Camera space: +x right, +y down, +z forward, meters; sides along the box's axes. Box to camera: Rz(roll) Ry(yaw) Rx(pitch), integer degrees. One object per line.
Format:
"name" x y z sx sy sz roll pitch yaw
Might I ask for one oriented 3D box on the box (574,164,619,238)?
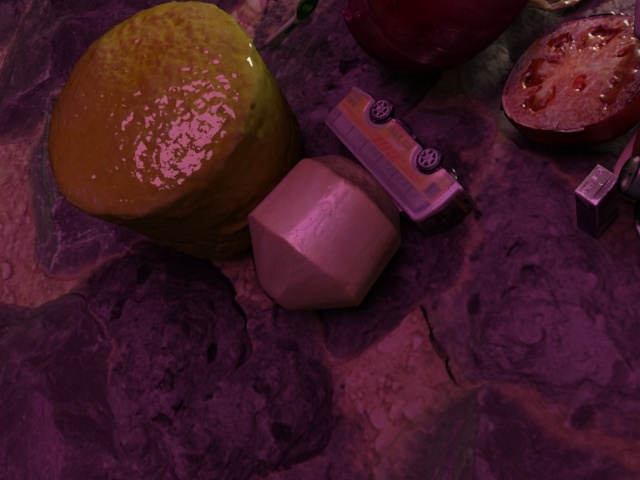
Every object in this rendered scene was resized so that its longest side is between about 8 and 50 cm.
"box" 0.361 -0.048 0.957 0.036 0.117 0.050 40 88 29

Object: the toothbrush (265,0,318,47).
"toothbrush" -0.025 -0.386 1.214 0.304 0.030 0.030 -21 49 62

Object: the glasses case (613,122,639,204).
"glasses case" 0.469 -0.136 0.992 0.083 0.050 0.196 29 80 32

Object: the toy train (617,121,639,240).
"toy train" 0.512 -0.069 0.861 0.304 0.150 0.221 21 71 5

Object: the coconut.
"coconut" 0.000 0.000 1.037 0.202 0.202 0.222 35 79 31

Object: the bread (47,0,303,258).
"bread" -0.204 -0.145 1.118 0.348 0.308 0.348 -10 62 18

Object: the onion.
"onion" 0.196 -0.402 1.087 0.358 0.358 0.345 -42 101 0

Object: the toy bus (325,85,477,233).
"toy bus" 0.116 -0.124 1.111 0.106 0.092 0.268 -44 58 9

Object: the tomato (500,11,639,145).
"tomato" 0.371 -0.216 1.037 0.225 0.085 0.225 -22 49 27

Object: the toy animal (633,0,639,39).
"toy animal" 0.583 -0.308 0.878 0.196 0.367 0.241 -118 42 -59
